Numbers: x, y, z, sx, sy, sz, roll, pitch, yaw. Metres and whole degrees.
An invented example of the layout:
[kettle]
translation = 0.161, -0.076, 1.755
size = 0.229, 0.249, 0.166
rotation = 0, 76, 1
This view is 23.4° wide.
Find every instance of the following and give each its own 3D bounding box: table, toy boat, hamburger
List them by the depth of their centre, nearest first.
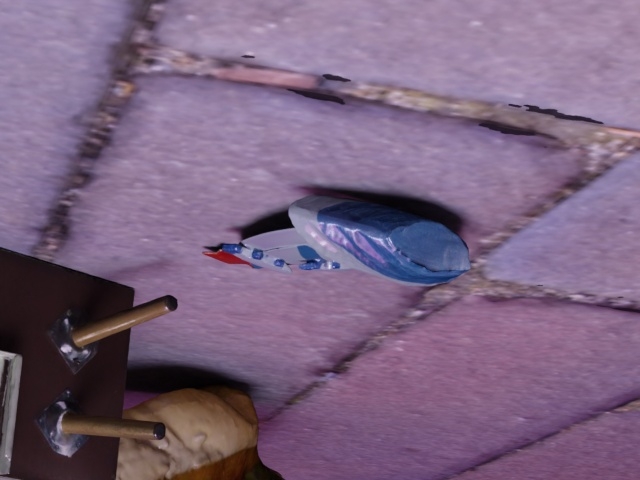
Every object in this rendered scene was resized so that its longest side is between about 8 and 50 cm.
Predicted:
[toy boat]
translation = -0.001, -0.002, 0.755
size = 0.149, 0.034, 0.105
rotation = 8, 168, 26
[table]
translation = -0.182, 0.051, 0.775
size = 0.111, 0.121, 0.240
rotation = -14, 156, 42
[hamburger]
translation = -0.157, 0.218, 1.009
size = 0.330, 0.162, 0.209
rotation = -25, 172, -17
